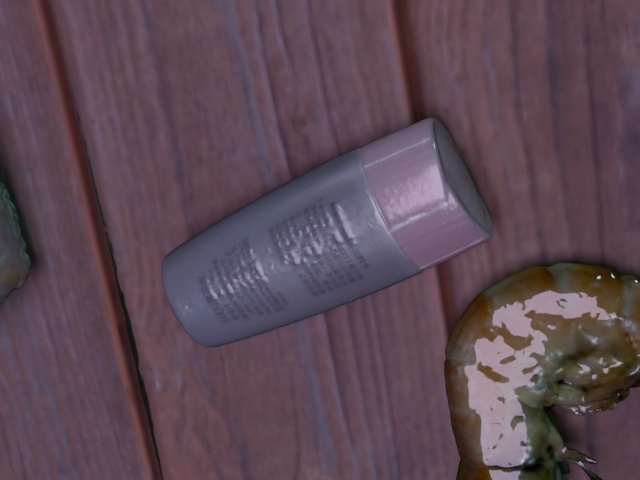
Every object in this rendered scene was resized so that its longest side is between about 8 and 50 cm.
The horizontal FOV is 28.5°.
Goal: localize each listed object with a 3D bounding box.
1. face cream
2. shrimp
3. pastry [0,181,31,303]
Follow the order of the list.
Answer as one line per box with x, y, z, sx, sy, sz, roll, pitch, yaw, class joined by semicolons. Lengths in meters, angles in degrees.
0.000;0.000;0.760;0.198;0.057;0.084;-24;101;21;face cream
0.160;0.156;0.769;0.169;0.058;0.296;2;106;14;shrimp
-0.271;-0.060;0.800;0.112;0.103;0.265;-25;101;16;pastry
